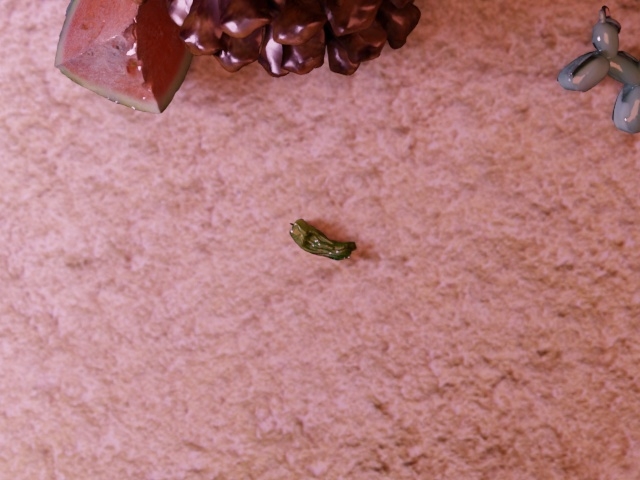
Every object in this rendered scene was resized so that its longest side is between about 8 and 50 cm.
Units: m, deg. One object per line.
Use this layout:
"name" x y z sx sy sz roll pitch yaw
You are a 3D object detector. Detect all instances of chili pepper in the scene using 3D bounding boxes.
"chili pepper" 0.000 0.002 1.505 0.091 0.030 0.034 25 72 -3

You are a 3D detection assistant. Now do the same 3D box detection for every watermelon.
"watermelon" -0.240 -0.277 1.454 0.146 0.128 0.231 7 78 27

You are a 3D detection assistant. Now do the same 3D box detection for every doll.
"doll" 0.388 -0.214 1.445 0.159 0.059 0.158 28 97 -10

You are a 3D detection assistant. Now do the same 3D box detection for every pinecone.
"pinecone" -0.024 -0.336 1.332 0.384 0.384 0.384 0 97 2
